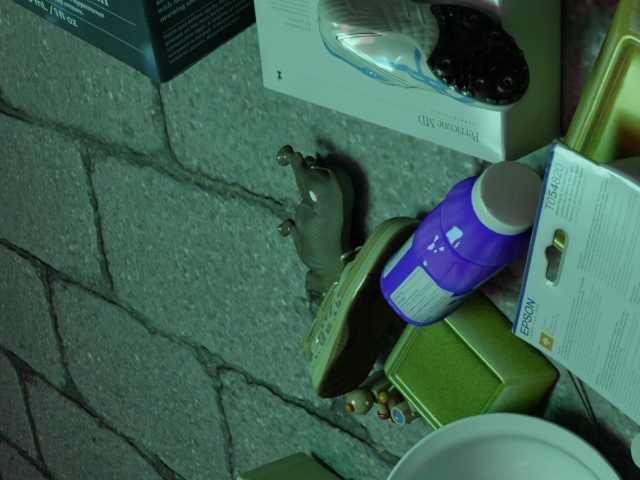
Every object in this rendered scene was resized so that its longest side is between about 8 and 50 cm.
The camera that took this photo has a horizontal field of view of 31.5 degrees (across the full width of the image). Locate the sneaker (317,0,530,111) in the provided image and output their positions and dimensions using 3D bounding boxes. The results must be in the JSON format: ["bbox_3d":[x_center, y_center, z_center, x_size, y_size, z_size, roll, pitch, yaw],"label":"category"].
[{"bbox_3d":[0.096,-0.170,1.037,0.237,0.085,0.086,31,161,35],"label":"sneaker"}]

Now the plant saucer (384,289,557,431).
[{"bbox_3d":[0.156,0.154,1.314,0.188,0.045,0.188,48,132,26],"label":"plant saucer"}]

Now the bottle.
[{"bbox_3d":[0.146,0.003,1.151,0.092,0.118,0.283,49,158,7],"label":"bottle"}]

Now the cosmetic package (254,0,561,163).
[{"bbox_3d":[0.072,-0.262,1.154,0.377,0.097,0.284,25,128,45],"label":"cosmetic package"}]

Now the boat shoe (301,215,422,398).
[{"bbox_3d":[0.042,0.071,1.382,0.089,0.104,0.285,55,133,36],"label":"boat shoe"}]

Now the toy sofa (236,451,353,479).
[{"bbox_3d":[-0.055,0.515,1.675,0.177,0.150,0.362,31,114,35],"label":"toy sofa"}]

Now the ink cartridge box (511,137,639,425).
[{"bbox_3d":[0.274,0.048,0.965,0.224,0.045,0.223,39,138,37],"label":"ink cartridge box"}]

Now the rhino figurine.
[{"bbox_3d":[0.000,0.000,1.444,0.106,0.073,0.243,34,137,43],"label":"rhino figurine"}]

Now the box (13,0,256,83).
[{"bbox_3d":[-0.234,-0.429,1.279,0.293,0.212,0.395,31,146,32],"label":"box"}]

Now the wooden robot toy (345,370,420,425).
[{"bbox_3d":[0.072,0.211,1.469,0.173,0.079,0.076,7,116,53],"label":"wooden robot toy"}]

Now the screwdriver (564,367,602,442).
[{"bbox_3d":[0.264,0.140,1.213,0.170,0.024,0.025,64,177,-9],"label":"screwdriver"}]

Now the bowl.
[{"bbox_3d":[0.213,0.341,1.245,0.298,0.298,0.134,49,-173,24],"label":"bowl"}]

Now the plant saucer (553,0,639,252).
[{"bbox_3d":[0.325,-0.034,0.957,0.333,0.081,0.333,44,141,30],"label":"plant saucer"}]

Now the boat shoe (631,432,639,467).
[{"bbox_3d":[0.355,0.199,1.099,0.125,0.038,0.046,-34,63,56],"label":"boat shoe"}]
